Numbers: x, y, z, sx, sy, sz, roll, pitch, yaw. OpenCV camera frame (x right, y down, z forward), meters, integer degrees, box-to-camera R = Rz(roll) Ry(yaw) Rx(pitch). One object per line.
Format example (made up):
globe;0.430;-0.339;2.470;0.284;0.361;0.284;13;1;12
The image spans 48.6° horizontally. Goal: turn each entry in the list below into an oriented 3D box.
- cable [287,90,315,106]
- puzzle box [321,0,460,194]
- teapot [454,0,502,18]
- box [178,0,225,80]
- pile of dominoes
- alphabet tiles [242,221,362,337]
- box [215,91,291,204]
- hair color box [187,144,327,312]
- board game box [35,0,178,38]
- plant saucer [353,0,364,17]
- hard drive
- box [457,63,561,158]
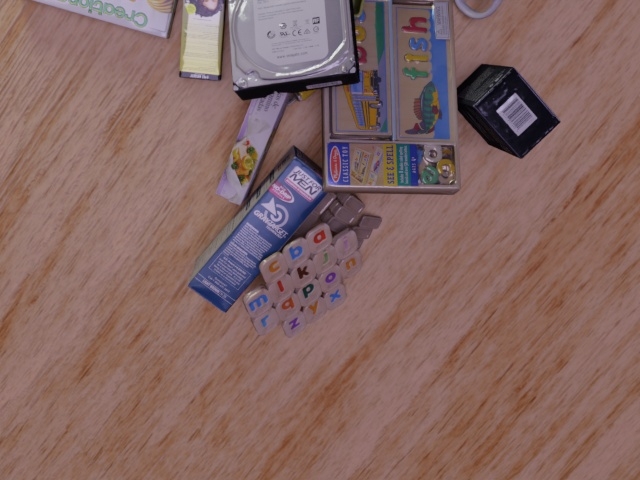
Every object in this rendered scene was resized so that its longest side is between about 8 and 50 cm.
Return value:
cable;0.028;-0.394;1.481;0.287;0.072;0.139;-24;90;-10
puzzle box;0.135;-0.295;1.415;0.272;0.052;0.408;0;81;-7
teapot;0.312;-0.605;1.367;0.252;0.187;0.256;29;85;-40
box;-0.235;-0.443;1.428;0.087;0.058;0.232;3;107;-6
pile of dominoes;0.000;0.000;1.563;0.251;0.040;0.196;-49;137;10
alphabet tiles;-0.034;0.090;1.531;0.284;0.021;0.278;-33;141;-14
box;-0.128;-0.225;1.457;0.063;0.067;0.324;26;115;0
hair color box;-0.127;-0.028;1.498;0.105;0.174;0.347;38;100;-13
board game box;-0.428;-0.533;1.387;0.305;0.053;0.193;14;105;-9
plant saucer;0.010;-0.524;1.388;0.188;0.045;0.188;10;84;13
hard drive;-0.057;-0.447;1.334;0.237;0.064;0.338;-5;79;10
box;0.369;-0.269;1.451;0.108;0.207;0.153;-44;106;8
